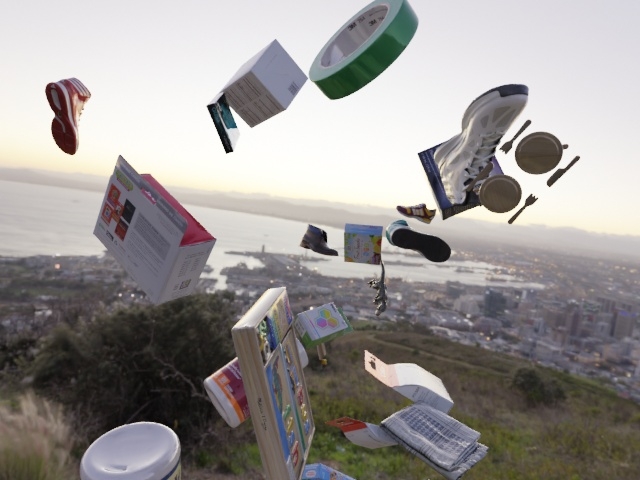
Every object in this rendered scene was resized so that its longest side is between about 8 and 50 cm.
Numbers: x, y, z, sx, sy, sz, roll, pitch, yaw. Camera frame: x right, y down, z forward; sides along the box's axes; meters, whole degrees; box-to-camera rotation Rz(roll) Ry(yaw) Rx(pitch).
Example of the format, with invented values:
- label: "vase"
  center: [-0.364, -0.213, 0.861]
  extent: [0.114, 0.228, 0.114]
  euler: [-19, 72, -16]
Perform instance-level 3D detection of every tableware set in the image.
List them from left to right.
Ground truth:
- label: "tableware set"
  center: [0.415, -0.141, 0.898]
  extent: [0.128, 0.194, 0.039]
  euler: [41, 32, 8]

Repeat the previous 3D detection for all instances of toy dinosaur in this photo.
- label: "toy dinosaur"
  center: [0.247, 0.203, 1.817]
  extent: [0.064, 0.268, 0.118]
  euler: [10, -29, -14]

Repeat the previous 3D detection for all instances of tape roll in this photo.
- label: "tape roll"
  center: [0.109, -0.529, 1.173]
  extent: [0.077, 0.321, 0.321]
  euler: [42, -15, -32]

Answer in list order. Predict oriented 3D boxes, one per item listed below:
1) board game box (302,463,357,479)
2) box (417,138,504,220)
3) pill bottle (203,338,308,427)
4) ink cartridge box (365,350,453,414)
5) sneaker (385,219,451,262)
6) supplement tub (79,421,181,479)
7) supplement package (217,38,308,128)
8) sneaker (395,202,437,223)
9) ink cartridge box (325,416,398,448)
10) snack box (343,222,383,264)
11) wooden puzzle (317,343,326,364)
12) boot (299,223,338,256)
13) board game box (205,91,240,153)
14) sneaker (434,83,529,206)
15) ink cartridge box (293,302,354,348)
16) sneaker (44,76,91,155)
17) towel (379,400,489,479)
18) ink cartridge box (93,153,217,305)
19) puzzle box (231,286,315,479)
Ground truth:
- label: "board game box"
  center: [-0.003, 0.662, 1.174]
  extent: [0.160, 0.039, 0.211]
  euler: [-23, -48, 29]
- label: "box"
  center: [0.618, -0.292, 1.885]
  extent: [0.294, 0.296, 0.183]
  euler: [-22, -18, 12]
- label: "pill bottle"
  center: [-0.256, 0.552, 1.767]
  extent: [0.392, 0.224, 0.224]
  euler: [-32, 27, -29]
- label: "ink cartridge box"
  center: [0.385, 0.610, 1.939]
  extent: [0.385, 0.091, 0.308]
  euler: [32, 4, 4]
- label: "sneaker"
  center: [0.395, 0.000, 1.820]
  extent: [0.295, 0.124, 0.178]
  euler: [21, 12, -19]
- label: "supplement tub"
  center: [-0.484, 0.679, 1.121]
  extent: [0.235, 0.325, 0.235]
  euler: [2, 13, 0]
- label: "supplement package"
  center: [-0.230, -0.616, 1.717]
  extent: [0.262, 0.199, 0.198]
  euler: [-7, -43, 50]
- label: "sneaker"
  center: [0.427, -0.140, 1.914]
  extent: [0.185, 0.084, 0.069]
  euler: [16, 28, -17]
- label: "ink cartridge box"
  center: [0.153, 0.744, 1.652]
  extent: [0.232, 0.066, 0.189]
  euler: [18, -35, -19]
- label: "snack box"
  center: [0.196, 0.019, 1.988]
  extent: [0.174, 0.207, 0.070]
  euler: [6, 47, 8]
- label: "wooden puzzle"
  center: [0.004, 0.391, 1.550]
  extent: [0.014, 0.116, 0.078]
  euler: [-4, -21, -18]
- label: "boot"
  center: [0.000, 0.000, 1.837]
  extent: [0.219, 0.106, 0.082]
  euler: [19, 6, 41]
- label: "board game box"
  center: [-0.251, -0.312, 1.126]
  extent: [0.026, 0.126, 0.186]
  euler: [-17, 27, 3]
- label: "sneaker"
  center: [0.511, -0.253, 1.321]
  extent: [0.169, 0.258, 0.447]
  euler: [-3, -20, -11]
- label: "ink cartridge box"
  center: [0.022, 0.286, 1.490]
  extent: [0.209, 0.062, 0.109]
  euler: [-12, 54, -34]
- label: "sneaker"
  center: [-0.709, -0.364, 1.249]
  extent: [0.087, 0.221, 0.128]
  euler: [24, 40, 3]
- label: "towel"
  center: [0.423, 0.712, 1.569]
  extent: [0.324, 0.056, 0.312]
  euler: [25, 15, 39]
- label: "ink cartridge box"
  center: [-0.436, -0.037, 1.143]
  extent: [0.309, 0.272, 0.130]
  euler: [42, 29, 19]
- label: "puzzle box"
  center: [-0.094, 0.342, 1.003]
  extent: [0.052, 0.409, 0.272]
  euler: [-9, 10, 10]
